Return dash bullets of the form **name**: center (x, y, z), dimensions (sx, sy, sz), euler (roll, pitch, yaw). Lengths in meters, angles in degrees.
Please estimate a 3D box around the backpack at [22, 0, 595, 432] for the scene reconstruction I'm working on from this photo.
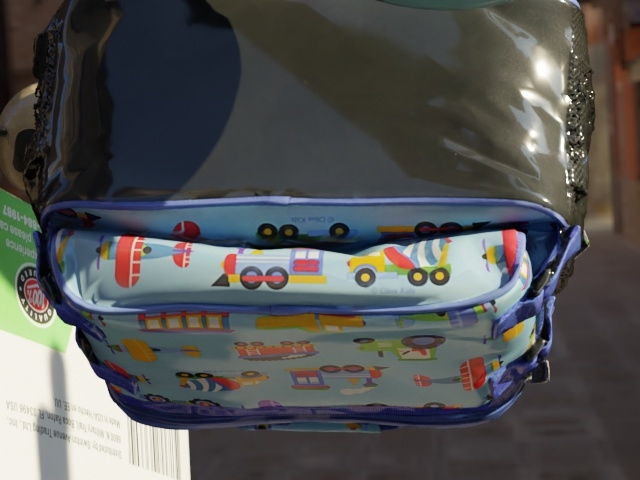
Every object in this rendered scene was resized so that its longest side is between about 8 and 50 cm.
- **backpack**: center (0.000, 0.000, 0.505), dimensions (0.158, 0.117, 0.173), euler (1, -24, 3)

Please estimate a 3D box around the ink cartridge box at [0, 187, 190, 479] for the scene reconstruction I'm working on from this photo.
- **ink cartridge box**: center (-0.147, 0.143, 0.739), dimensions (0.121, 0.289, 0.211), euler (-10, -19, 17)

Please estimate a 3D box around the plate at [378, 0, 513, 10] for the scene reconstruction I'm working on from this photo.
- **plate**: center (0.001, -0.136, 0.366), dimensions (0.188, 0.188, 0.024), euler (0, 25, 47)

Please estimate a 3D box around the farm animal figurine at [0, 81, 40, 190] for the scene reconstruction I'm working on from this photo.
- **farm animal figurine**: center (-0.102, -0.080, 1.266), dimensions (0.327, 0.330, 0.172), euler (-3, 4, 9)
